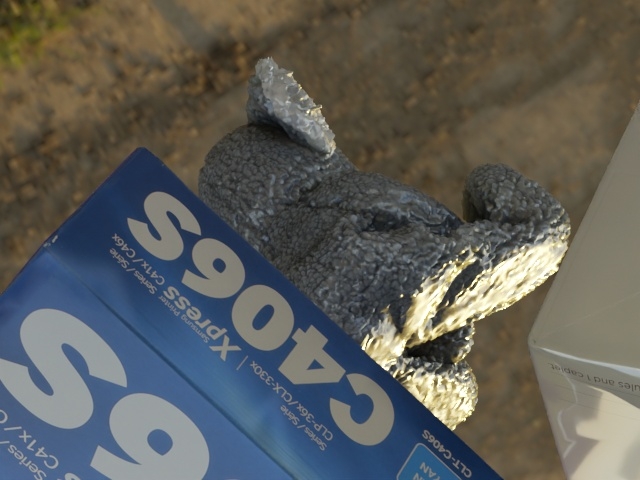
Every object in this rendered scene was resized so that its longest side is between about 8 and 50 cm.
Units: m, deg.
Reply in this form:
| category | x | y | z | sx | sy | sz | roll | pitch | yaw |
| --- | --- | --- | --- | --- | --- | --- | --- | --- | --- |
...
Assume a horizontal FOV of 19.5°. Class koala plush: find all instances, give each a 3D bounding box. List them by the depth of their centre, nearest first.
| category | x | y | z | sx | sy | sz | roll | pitch | yaw |
| --- | --- | --- | --- | --- | --- | --- | --- | --- | --- |
| koala plush | 0.000 | 0.000 | 1.180 | 0.203 | 0.221 | 0.196 | -5 | 132 | -48 |

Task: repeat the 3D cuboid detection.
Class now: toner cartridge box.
| category | x | y | z | sx | sy | sz | roll | pitch | yaw |
| --- | --- | --- | --- | --- | --- | --- | --- | --- | --- |
| toner cartridge box | 0.005 | 0.143 | 0.691 | 0.165 | 0.348 | 0.075 | -45 | -176 | 41 |

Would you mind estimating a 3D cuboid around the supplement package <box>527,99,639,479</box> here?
| category | x | y | z | sx | sy | sz | roll | pitch | yaw |
| --- | --- | --- | --- | --- | --- | --- | --- | --- | --- |
| supplement package | 0.212 | 0.069 | 0.741 | 0.149 | 0.194 | 0.203 | -59 | 145 | -33 |
